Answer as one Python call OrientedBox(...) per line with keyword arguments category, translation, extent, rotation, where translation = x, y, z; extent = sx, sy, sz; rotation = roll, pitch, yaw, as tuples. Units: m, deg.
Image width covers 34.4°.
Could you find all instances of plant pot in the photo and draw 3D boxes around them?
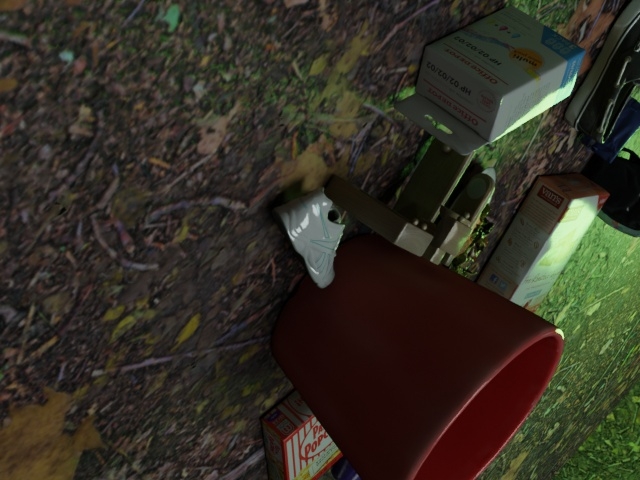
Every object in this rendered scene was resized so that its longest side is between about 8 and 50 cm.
OrientedBox(category="plant pot", translation=(0.094, 0.138, 1.168), extent=(0.275, 0.243, 0.275), rotation=(-38, 151, -25))

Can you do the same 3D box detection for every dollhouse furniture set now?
OrientedBox(category="dollhouse furniture set", translation=(0.104, -0.059, 1.077), extent=(0.151, 0.144, 0.123), rotation=(24, 99, -48))

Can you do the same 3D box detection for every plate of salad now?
OrientedBox(category="plate of salad", translation=(0.185, 0.001, 1.320), extent=(0.200, 0.048, 0.200), rotation=(-53, 159, -31))

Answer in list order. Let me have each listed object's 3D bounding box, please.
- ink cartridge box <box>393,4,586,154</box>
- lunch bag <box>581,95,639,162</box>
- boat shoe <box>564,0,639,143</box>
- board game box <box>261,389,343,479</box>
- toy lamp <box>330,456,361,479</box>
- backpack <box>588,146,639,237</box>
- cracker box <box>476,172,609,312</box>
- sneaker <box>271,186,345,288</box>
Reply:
OrientedBox(category="ink cartridge box", translation=(0.173, -0.167, 1.059), extent=(0.181, 0.104, 0.062), rotation=(-31, 147, -34))
OrientedBox(category="lunch bag", translation=(0.421, -0.164, 1.497), extent=(0.098, 0.065, 0.067), rotation=(-48, 169, -8))
OrientedBox(category="boat shoe", translation=(0.413, -0.235, 1.386), extent=(0.077, 0.070, 0.219), rotation=(-12, 134, -52))
OrientedBox(category="board game box", translation=(-0.007, 0.249, 1.373), extent=(0.146, 0.045, 0.193), rotation=(-39, 151, -24))
OrientedBox(category="toy lamp", translation=(0.100, 0.236, 1.494), extent=(0.080, 0.080, 0.275), rotation=(6, 116, -59))
OrientedBox(category="backpack", translation=(0.499, -0.071, 1.673), extent=(0.115, 0.152, 0.182), rotation=(-49, 165, 14))
OrientedBox(category="cracker box", translation=(0.331, 0.012, 1.575), extent=(0.155, 0.067, 0.232), rotation=(-9, 131, -54))
OrientedBox(category="sneaker", translation=(0.000, 0.000, 1.048), extent=(0.061, 0.054, 0.152), rotation=(-34, 152, -6))
